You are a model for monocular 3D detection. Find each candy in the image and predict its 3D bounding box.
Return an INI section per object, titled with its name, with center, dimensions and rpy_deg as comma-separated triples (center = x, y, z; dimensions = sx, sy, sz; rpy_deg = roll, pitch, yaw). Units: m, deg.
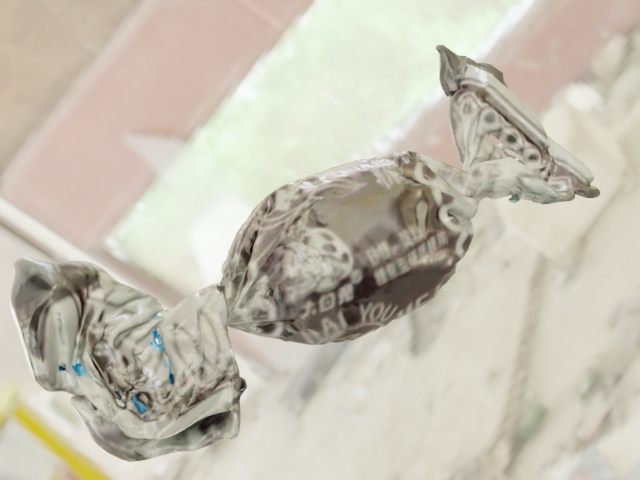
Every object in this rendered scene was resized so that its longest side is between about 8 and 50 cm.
[candy]
center = 0.000, 0.000, 0.650
dimensions = 0.226, 0.094, 0.051
rpy_deg = -25, 4, -26
